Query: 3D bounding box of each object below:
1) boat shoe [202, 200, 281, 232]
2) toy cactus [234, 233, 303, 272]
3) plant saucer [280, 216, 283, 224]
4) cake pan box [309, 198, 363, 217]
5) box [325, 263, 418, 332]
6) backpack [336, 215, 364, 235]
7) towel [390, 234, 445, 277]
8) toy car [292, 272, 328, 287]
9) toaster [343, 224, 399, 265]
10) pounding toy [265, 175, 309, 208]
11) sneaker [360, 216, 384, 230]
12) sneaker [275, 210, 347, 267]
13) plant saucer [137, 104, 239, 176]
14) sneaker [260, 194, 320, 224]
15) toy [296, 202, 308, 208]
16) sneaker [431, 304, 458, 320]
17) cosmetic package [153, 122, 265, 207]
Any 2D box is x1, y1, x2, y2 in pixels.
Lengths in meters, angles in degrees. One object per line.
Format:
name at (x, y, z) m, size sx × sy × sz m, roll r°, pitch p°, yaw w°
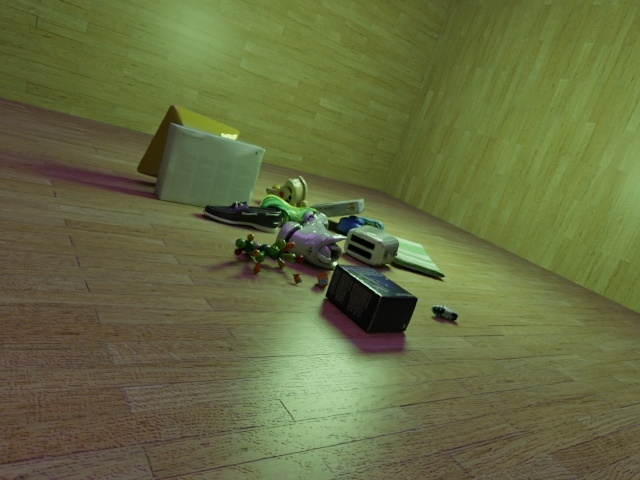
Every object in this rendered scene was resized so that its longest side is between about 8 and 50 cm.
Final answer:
boat shoe at (-0.295, -0.108, 1.821) m, size 0.302 × 0.091 × 0.114 m, roll 11°, pitch 16°, yaw -30°
toy cactus at (-0.179, 0.038, 1.453) m, size 0.219 × 0.112 × 0.180 m, roll 5°, pitch 1°, yaw -38°
plant saucer at (-0.196, -0.082, 1.945) m, size 0.083 × 0.015 × 0.083 m, roll 6°, pitch 51°, yaw -7°
cake pan box at (0.074, -0.154, 2.321) m, size 0.266 × 0.070 × 0.246 m, roll -5°, pitch 4°, yaw 13°
box at (0.140, 0.160, 1.329) m, size 0.153 × 0.108 × 0.207 m, roll 8°, pitch 17°, yaw -40°
backpack at (0.143, -0.071, 2.241) m, size 0.120 × 0.101 × 0.098 m, roll 21°, pitch 7°, yaw 14°
towel at (0.397, 0.055, 2.127) m, size 0.247 × 0.038 × 0.325 m, roll 18°, pitch 18°, yaw -12°
toy car at (-0.027, 0.126, 1.433) m, size 0.122 × 0.060 × 0.041 m, roll -3°, pitch 65°, yaw -17°
toaster at (0.195, 0.016, 1.914) m, size 0.227 × 0.129 × 0.146 m, roll 27°, pitch 18°, yaw 26°
pounding toy at (-0.163, -0.212, 2.209) m, size 0.269 × 0.154 × 0.154 m, roll 13°, pitch 26°, yaw 41°
sneaker at (0.237, -0.068, 2.408) m, size 0.188 × 0.078 × 0.067 m, roll 14°, pitch -23°, yaw 46°
sneaker at (0.000, 0.000, 1.719) m, size 0.210 × 0.137 × 0.366 m, roll 23°, pitch 20°, yaw 16°
plant saucer at (-0.531, -0.351, 1.965) m, size 0.332 × 0.333 × 0.081 m, roll 13°, pitch 33°, yaw -46°
sneaker at (-0.124, -0.095, 2.030) m, size 0.295 × 0.109 × 0.123 m, roll 19°, pitch 35°, yaw 0°
toy at (-0.102, -0.169, 2.387) m, size 0.136 × 0.056 × 0.237 m, roll 19°, pitch 14°, yaw 6°
sneaker at (0.395, 0.229, 1.556) m, size 0.098 × 0.038 × 0.069 m, roll 25°, pitch 10°, yaw -17°
cosmetic package at (-0.436, -0.277, 1.888) m, size 0.377 × 0.285 × 0.097 m, roll 9°, pitch 17°, yaw -36°
